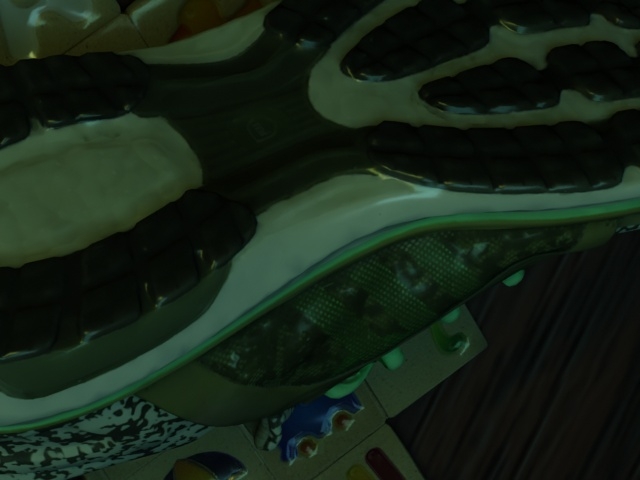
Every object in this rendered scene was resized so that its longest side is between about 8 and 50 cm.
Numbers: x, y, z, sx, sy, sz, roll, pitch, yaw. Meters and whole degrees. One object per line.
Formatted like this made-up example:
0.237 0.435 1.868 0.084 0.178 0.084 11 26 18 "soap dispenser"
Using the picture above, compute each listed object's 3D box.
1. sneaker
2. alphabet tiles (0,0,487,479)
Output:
0.000 0.000 0.783 0.410 0.158 0.182 -15 145 -19 "sneaker"
-0.093 0.044 0.814 0.285 0.011 0.342 -36 118 -7 "alphabet tiles"
